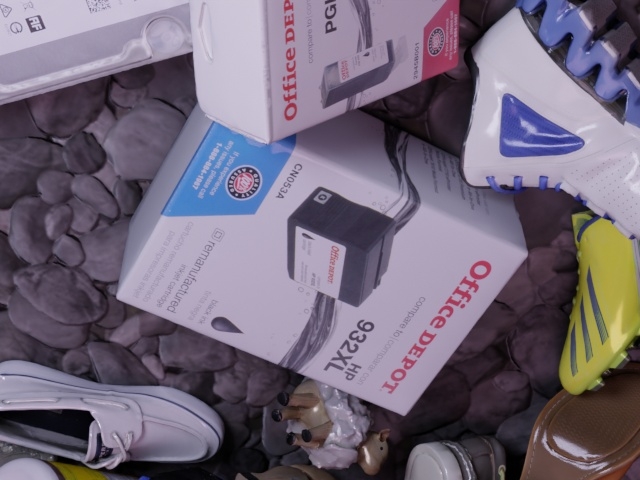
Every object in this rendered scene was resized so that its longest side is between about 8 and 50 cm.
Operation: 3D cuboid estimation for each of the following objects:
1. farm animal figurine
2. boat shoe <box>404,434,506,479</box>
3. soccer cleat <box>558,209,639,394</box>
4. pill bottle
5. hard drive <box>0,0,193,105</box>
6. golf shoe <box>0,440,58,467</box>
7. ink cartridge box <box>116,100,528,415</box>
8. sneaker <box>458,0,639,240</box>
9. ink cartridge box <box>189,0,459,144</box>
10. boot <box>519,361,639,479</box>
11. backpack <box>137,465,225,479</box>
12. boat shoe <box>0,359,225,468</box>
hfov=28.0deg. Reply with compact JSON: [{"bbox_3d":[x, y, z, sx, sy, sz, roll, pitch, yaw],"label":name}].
[{"bbox_3d":[0.033,0.345,1.310,0.172,0.327,0.330,4,123,-43],"label":"farm animal figurine"},{"bbox_3d":[0.138,0.343,1.417,0.091,0.109,0.305,-11,126,-28],"label":"boat shoe"},{"bbox_3d":[0.289,0.027,1.255,0.121,0.093,0.289,30,125,15],"label":"soccer cleat"},{"bbox_3d":[-0.243,0.295,1.326,0.117,0.117,0.215,-37,147,19],"label":"pill bottle"},{"bbox_3d":[-0.195,-0.252,1.058,0.339,0.064,0.237,-14,122,5],"label":"hard drive"},{"bbox_3d":[-0.341,0.269,1.388,0.176,0.069,0.086,-30,140,17],"label":"golf shoe"},{"bbox_3d":[0.000,0.000,1.181,0.307,0.129,0.223,24,120,-17],"label":"ink cartridge box"},{"bbox_3d":[0.231,-0.077,1.129,0.182,0.127,0.315,-37,87,32],"label":"sneaker"},{"bbox_3d":[0.008,-0.190,1.021,0.218,0.092,0.158,-25,127,-32],"label":"ink cartridge box"},{"bbox_3d":[0.276,0.280,1.377,0.109,0.283,0.220,27,159,28],"label":"boot"},{"bbox_3d":[-0.111,0.314,1.254,0.117,0.173,0.158,2,97,-47],"label":"backpack"},{"bbox_3d":[-0.227,0.198,1.323,0.258,0.084,0.095,10,121,-9],"label":"boat shoe"}]
